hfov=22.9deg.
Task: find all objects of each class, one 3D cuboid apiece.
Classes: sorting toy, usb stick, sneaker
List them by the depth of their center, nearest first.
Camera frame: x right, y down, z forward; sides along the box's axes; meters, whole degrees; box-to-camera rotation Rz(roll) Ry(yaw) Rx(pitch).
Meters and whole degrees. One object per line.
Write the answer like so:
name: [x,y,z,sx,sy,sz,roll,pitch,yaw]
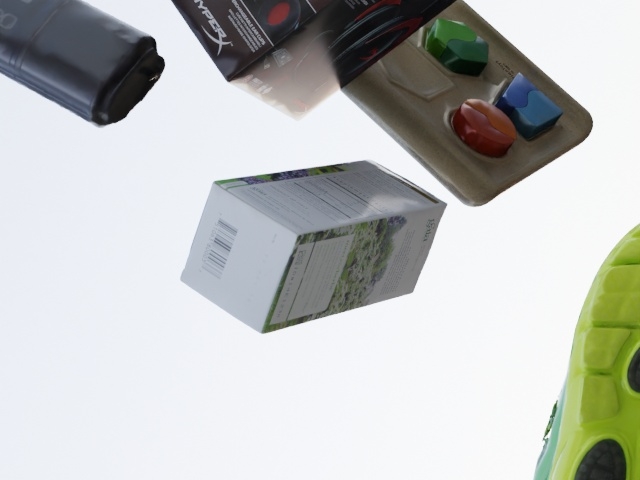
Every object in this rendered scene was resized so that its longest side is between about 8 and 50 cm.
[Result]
sneaker: [0.172,0.113,0.919,0.123,0.109,0.295,128,165,-80]
usb stick: [-0.234,-0.162,1.104,0.077,0.278,0.045,-54,-22,-18]
sorting toy: [0.108,-0.178,1.541,0.229,0.307,0.041,-32,-19,-47]

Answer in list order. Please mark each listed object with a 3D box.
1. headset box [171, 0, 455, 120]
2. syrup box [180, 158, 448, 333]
headset box: [0.038,-0.245,1.357,0.110,0.293,0.218,55,-171,12]
syrup box: [0.000,0.000,1.336,0.237,0.096,0.093,-13,-51,-55]
